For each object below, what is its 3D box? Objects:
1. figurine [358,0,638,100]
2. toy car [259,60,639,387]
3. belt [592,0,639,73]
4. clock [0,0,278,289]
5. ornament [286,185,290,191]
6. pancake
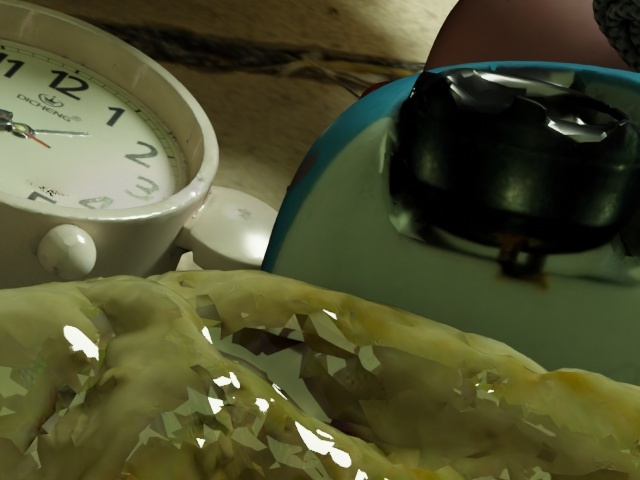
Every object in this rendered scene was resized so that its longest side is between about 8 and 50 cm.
[{"bbox_3d":[0.131,-0.060,0.825,0.173,0.173,0.173,20,30,-12],"label":"figurine"},{"bbox_3d":[0.094,0.028,0.644,0.255,0.188,0.190,7,16,-17],"label":"toy car"},{"bbox_3d":[0.264,-0.012,0.726,0.359,0.094,0.126,40,1,-13],"label":"belt"},{"bbox_3d":[-0.120,-0.030,0.691,0.229,0.063,0.155,23,32,0],"label":"clock"},{"bbox_3d":[0.000,0.000,0.770,0.125,0.028,0.073,0,39,-42],"label":"ornament"},{"bbox_3d":[0.000,0.145,0.400,0.387,0.082,0.387,11,46,-12],"label":"pancake"}]
